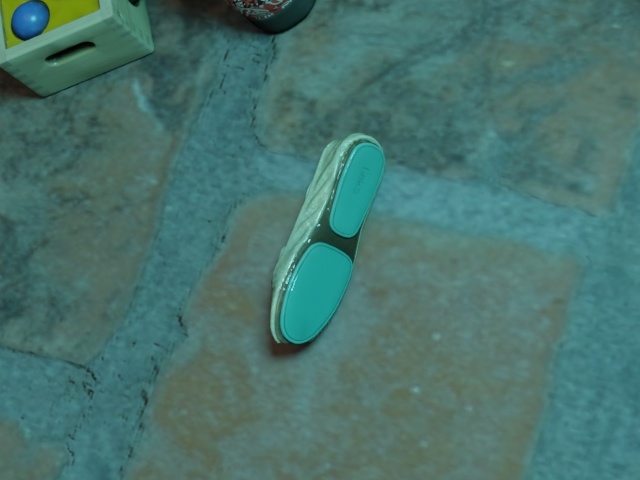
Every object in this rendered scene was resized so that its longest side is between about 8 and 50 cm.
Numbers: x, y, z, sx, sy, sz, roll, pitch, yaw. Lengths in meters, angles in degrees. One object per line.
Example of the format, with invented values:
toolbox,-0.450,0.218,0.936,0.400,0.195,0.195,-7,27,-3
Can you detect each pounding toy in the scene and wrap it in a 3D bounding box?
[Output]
pounding toy,-0.202,-0.215,1.233,0.141,0.100,0.130,-20,66,17

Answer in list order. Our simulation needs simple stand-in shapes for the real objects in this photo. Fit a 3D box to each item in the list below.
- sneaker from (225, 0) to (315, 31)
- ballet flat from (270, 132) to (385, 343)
sneaker,-0.096,-0.297,1.189,0.090,0.145,0.270,-32,62,11
ballet flat,0.000,0.000,1.103,0.052,0.057,0.168,8,70,55
